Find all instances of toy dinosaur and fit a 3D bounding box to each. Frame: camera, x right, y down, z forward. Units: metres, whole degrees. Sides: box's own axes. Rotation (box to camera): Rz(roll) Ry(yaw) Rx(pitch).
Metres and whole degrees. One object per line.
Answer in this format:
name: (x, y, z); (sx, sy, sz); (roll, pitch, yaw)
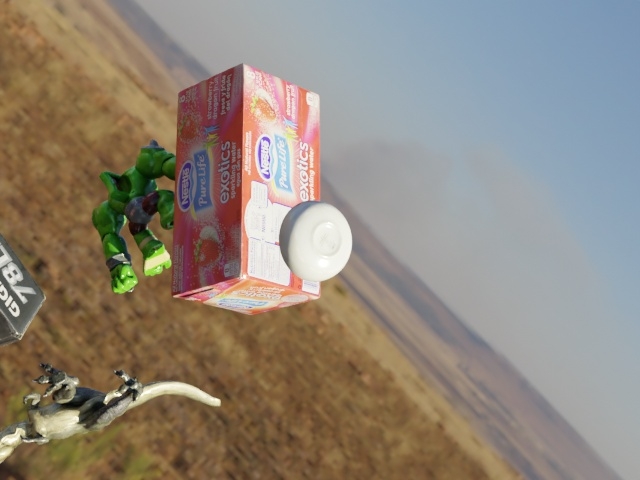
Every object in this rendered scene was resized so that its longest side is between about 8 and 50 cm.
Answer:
toy dinosaur: (-0.232, 0.167, 1.277); (0.118, 0.268, 0.064); (102, -28, -60)

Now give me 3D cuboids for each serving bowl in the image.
serving bowl: (0.000, 0.000, 1.259); (0.083, 0.083, 0.027); (46, -25, -23)

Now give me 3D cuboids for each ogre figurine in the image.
ogre figurine: (-0.218, -0.042, 1.567); (0.096, 0.197, 0.118); (-10, 50, -45)

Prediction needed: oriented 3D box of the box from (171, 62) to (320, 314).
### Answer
box: (-0.084, -0.055, 1.437); (0.128, 0.122, 0.257); (17, 66, -44)

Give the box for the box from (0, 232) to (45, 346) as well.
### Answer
box: (-0.444, -0.003, 1.109); (0.296, 0.293, 0.073); (60, 25, -25)
